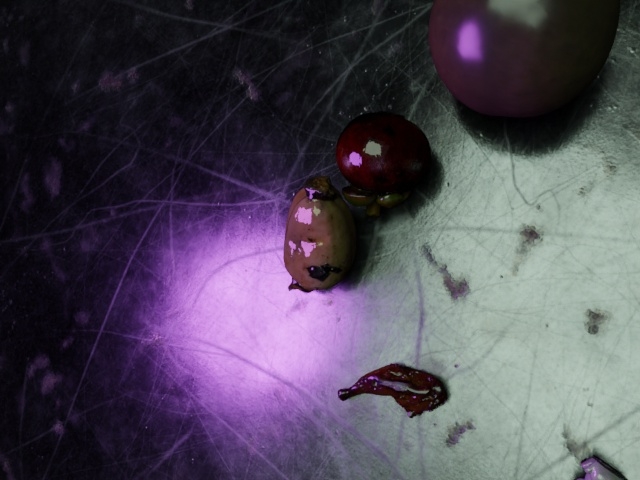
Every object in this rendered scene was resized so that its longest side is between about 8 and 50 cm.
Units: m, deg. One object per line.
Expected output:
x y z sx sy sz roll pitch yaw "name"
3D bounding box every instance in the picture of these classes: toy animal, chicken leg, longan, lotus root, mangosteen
0.427 0.408 0.892 0.085 0.071 0.124 34 87 5 "toy animal"
0.131 0.274 1.049 0.205 0.053 0.093 9 100 27 "chicken leg"
0.330 -0.366 0.941 0.319 0.319 0.319 -4 81 22 "longan"
0.000 0.000 1.070 0.140 0.257 0.154 -1 42 -8 "lotus root"
0.111 -0.138 1.054 0.200 0.200 0.200 -4 81 22 "mangosteen"
